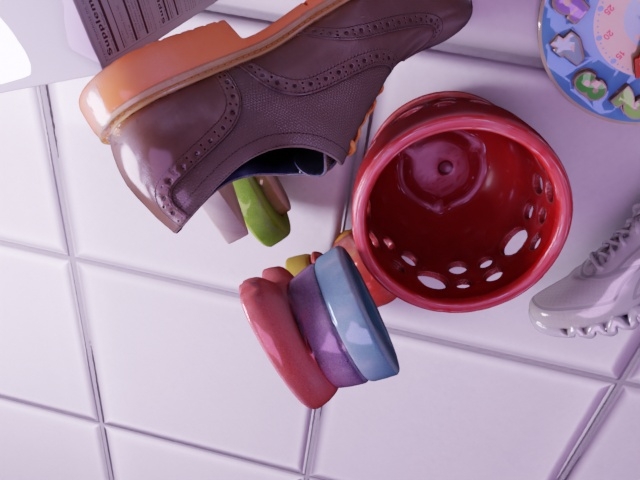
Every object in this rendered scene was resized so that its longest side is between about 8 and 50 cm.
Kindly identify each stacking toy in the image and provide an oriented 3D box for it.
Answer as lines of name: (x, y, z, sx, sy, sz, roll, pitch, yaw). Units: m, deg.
stacking toy: (0.000, 0.000, 0.622, 0.131, 0.309, 0.279, -26, 100, 7)

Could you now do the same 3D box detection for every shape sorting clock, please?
shape sorting clock: (0.305, -0.201, 0.531, 0.207, 0.040, 0.206, 7, 125, 9)

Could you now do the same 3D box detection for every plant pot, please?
plant pot: (0.125, -0.052, 0.585, 0.191, 0.174, 0.191, 1, 116, 2)

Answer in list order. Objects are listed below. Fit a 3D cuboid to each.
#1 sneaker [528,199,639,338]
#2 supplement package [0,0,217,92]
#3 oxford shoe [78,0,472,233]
sneaker: (0.354, 0.010, 0.635, 0.292, 0.110, 0.118, -29, 105, 21)
supplement package: (-0.208, -0.235, 0.512, 0.139, 0.244, 0.133, -4, 123, 18)
oxford shoe: (0.000, -0.126, 0.499, 0.132, 0.364, 0.130, 61, 159, 0)
